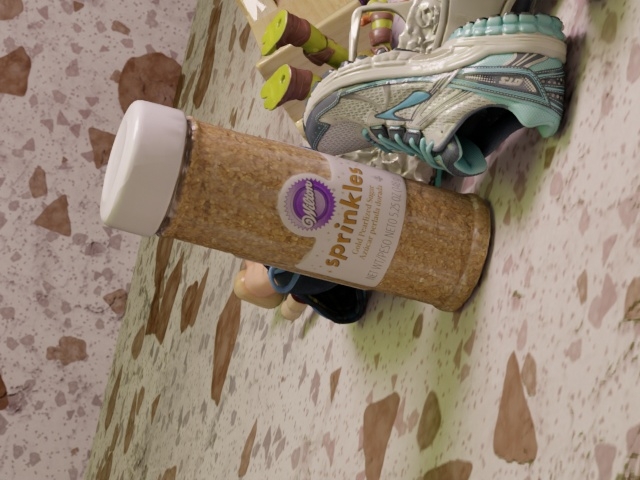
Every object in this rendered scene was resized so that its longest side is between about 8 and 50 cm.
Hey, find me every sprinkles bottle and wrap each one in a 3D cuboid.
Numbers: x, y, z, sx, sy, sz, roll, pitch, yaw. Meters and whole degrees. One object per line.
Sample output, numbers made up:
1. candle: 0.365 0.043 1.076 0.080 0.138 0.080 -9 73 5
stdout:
1. sprinkles bottle: -0.022 -0.030 1.495 0.121 0.355 0.121 -165 90 -74

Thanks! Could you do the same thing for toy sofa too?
1. toy sofa: 0.004 -0.247 2.030 0.150 0.177 0.362 -32 25 6

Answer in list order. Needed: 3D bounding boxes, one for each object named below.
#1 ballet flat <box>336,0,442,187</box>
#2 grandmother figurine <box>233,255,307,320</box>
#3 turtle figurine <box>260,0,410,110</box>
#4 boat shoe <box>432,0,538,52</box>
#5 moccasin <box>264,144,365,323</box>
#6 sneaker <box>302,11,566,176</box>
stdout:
1. ballet flat: 0.104 -0.248 1.634 0.147 0.147 0.408 -162 86 -75
2. grandmother figurine: -0.028 -0.008 2.017 0.342 0.104 0.207 156 100 -67
3. turtle figurine: 0.043 -0.160 1.733 0.087 0.217 0.269 -14 68 55
4. boat shoe: 0.168 -0.240 1.517 0.079 0.095 0.254 -45 -33 -60
5. moccasin: 0.000 0.000 1.698 0.116 0.138 0.342 69 -168 23
6. sneaker: 0.098 -0.114 1.462 0.283 0.110 0.122 -18 69 37
